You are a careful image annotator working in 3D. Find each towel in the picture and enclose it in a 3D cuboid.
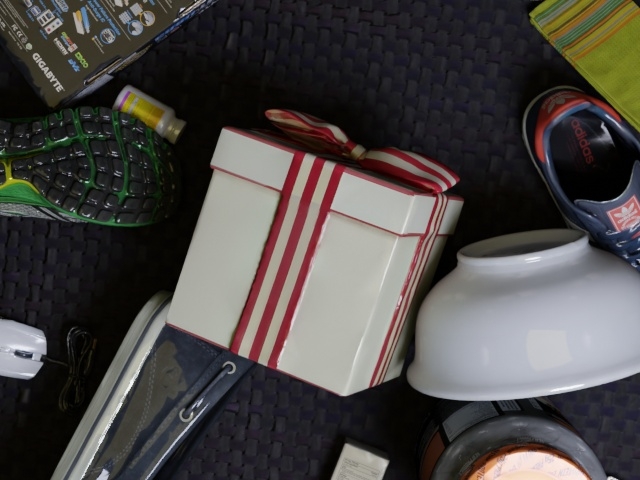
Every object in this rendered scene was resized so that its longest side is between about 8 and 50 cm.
[{"bbox_3d":[0.347,-0.211,1.514,0.102,0.021,0.237,-40,64,4],"label":"towel"}]

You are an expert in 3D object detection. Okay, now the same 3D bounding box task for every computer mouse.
[{"bbox_3d":[-0.367,0.134,1.595,0.193,0.042,0.106,16,95,0],"label":"computer mouse"}]

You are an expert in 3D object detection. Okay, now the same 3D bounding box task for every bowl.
[{"bbox_3d":[0.229,0.066,1.447,0.298,0.298,0.134,-9,98,2],"label":"bowl"}]

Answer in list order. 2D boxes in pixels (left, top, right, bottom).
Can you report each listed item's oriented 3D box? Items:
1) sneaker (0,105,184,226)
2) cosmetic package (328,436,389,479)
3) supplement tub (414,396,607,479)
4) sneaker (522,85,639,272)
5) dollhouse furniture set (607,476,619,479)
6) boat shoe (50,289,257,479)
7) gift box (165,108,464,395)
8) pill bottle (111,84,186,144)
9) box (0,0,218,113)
[{"bbox_3d":[-0.327,-0.086,1.546,0.344,0.146,0.134,9,77,-14],"label":"sneaker"},{"bbox_3d":[0.036,0.301,1.600,0.060,0.041,0.115,23,94,0],"label":"cosmetic package"},{"bbox_3d":[0.205,0.268,1.457,0.194,0.316,0.193,0,95,1],"label":"supplement tub"},{"bbox_3d":[0.348,-0.019,1.518,0.131,0.148,0.350,-36,93,3],"label":"sneaker"},{"bbox_3d":[0.380,0.340,1.576,0.114,0.081,0.091,25,94,-1],"label":"dollhouse furniture set"},{"bbox_3d":[-0.227,0.305,1.537,0.156,0.187,0.500,27,89,5],"label":"boat shoe"},{"bbox_3d":[0.000,0.000,1.483,0.255,0.276,0.258,20,98,13],"label":"gift box"},{"bbox_3d":[-0.201,-0.146,1.571,0.083,0.043,0.043,29,94,-1],"label":"pill bottle"},{"bbox_3d":[-0.277,-0.348,1.544,0.293,0.073,0.295,-37,93,1],"label":"box"}]
